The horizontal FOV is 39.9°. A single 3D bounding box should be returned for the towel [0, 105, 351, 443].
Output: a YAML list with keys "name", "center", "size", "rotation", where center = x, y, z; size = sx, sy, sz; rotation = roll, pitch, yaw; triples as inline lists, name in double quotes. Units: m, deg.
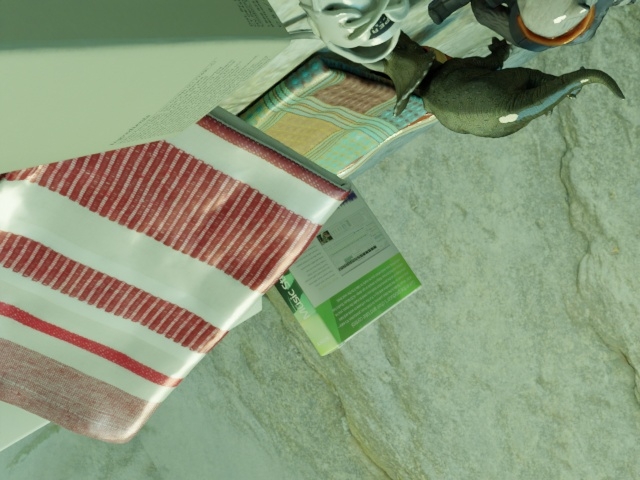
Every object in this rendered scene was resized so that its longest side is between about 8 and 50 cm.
- name: "towel"
  center: [-0.164, 0.026, 0.670]
  size: [0.329, 0.237, 0.037]
  rotation: [-47, -147, 26]

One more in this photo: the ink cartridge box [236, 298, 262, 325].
- name: "ink cartridge box"
  center: [-0.250, 0.087, 1.386]
  size: [0.197, 0.114, 0.273]
  rotation: [18, -151, 31]

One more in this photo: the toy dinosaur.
- name: "toy dinosaur"
  center: [0.184, -0.155, 0.969]
  size: [0.160, 0.121, 0.313]
  rotation: [-22, -143, -28]

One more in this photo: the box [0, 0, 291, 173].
- name: "box"
  center: [-0.132, -0.097, 0.413]
  size: [0.113, 0.094, 0.275]
  rotation: [-34, 177, 26]

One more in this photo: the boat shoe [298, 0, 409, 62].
- name: "boat shoe"
  center: [0.024, -0.187, 0.660]
  size: [0.096, 0.088, 0.267]
  rotation: [-32, 178, 1]

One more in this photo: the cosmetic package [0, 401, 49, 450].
- name: "cosmetic package"
  center: [-0.392, 0.148, 0.977]
  size: [0.285, 0.097, 0.377]
  rotation: [-9, -170, 28]

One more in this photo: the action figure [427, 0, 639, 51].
- name: "action figure"
  center: [0.303, -0.307, 0.930]
  size: [0.341, 0.178, 0.330]
  rotation: [-33, -173, 43]

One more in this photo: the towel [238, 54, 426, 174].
- name: "towel"
  center: [-0.058, -0.103, 1.163]
  size: [0.370, 0.040, 0.271]
  rotation: [-33, 161, 30]

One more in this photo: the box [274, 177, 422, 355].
- name: "box"
  center: [0.000, 0.000, 1.454]
  size: [0.232, 0.322, 0.058]
  rotation: [-30, 173, -42]

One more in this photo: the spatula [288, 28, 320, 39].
- name: "spatula"
  center: [-0.032, -0.179, 0.808]
  size: [0.296, 0.030, 0.084]
  rotation: [-31, 180, -28]

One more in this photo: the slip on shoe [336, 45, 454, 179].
- name: "slip on shoe"
  center: [0.054, -0.180, 1.281]
  size: [0.331, 0.123, 0.101]
  rotation: [-27, 146, 23]
